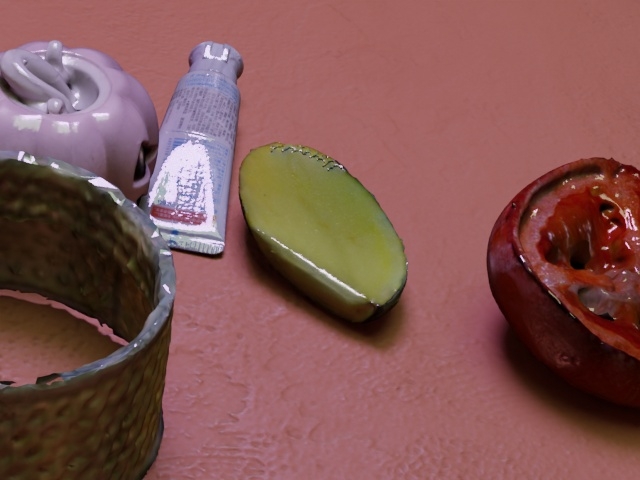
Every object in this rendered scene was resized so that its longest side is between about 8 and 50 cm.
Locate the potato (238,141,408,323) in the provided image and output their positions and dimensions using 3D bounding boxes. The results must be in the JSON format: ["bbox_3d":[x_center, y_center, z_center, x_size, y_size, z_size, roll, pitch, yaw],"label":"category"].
[{"bbox_3d":[0.000,0.000,1.548,0.119,0.054,0.198,-24,55,-36],"label":"potato"}]

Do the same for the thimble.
[{"bbox_3d":[-0.235,0.070,1.324,0.271,0.150,0.270,7,39,-6],"label":"thimble"}]

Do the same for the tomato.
[{"bbox_3d":[0.230,0.046,1.513,0.228,0.101,0.228,16,43,-15],"label":"tomato"}]

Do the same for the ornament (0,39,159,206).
[{"bbox_3d":[-0.216,-0.081,1.505,0.178,0.177,0.177,7,39,-6],"label":"ornament"}]

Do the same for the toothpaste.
[{"bbox_3d":[-0.109,-0.080,1.622,0.089,0.057,0.234,10,45,1],"label":"toothpaste"}]
